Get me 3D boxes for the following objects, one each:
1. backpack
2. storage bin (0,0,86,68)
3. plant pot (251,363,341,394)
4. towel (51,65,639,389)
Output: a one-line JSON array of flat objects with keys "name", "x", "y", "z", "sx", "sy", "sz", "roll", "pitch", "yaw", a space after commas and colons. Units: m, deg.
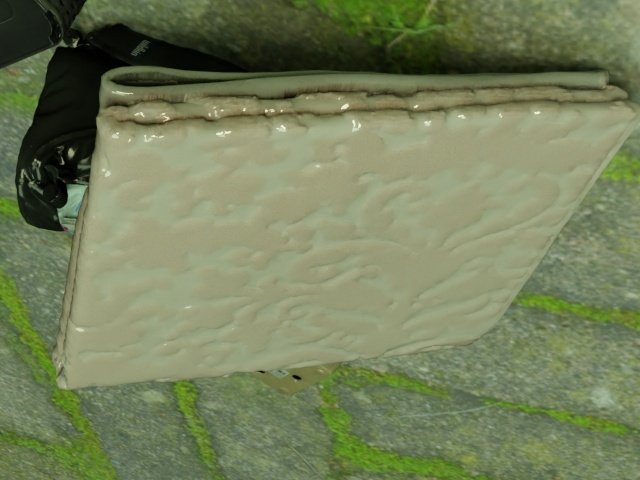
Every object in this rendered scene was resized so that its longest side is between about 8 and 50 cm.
[{"name": "backpack", "x": -0.107, "y": -0.060, "z": 0.838, "sx": 0.182, "sy": 0.152, "sz": 0.115, "roll": 8, "pitch": 151, "yaw": -2}, {"name": "storage bin", "x": -0.235, "y": -0.201, "z": 0.750, "sx": 0.122, "sy": 0.084, "sz": 0.180, "roll": -12, "pitch": 133, "yaw": 39}, {"name": "plant pot", "x": -0.022, "y": 0.062, "z": 0.980, "sx": 0.109, "sy": 0.096, "sz": 0.109, "roll": 34, "pitch": 143, "yaw": -17}, {"name": "towel", "x": 0.000, "y": 0.000, "z": 0.788, "sx": 0.332, "sy": 0.053, "sz": 0.317, "roll": -3, "pitch": 148, "yaw": -18}]
